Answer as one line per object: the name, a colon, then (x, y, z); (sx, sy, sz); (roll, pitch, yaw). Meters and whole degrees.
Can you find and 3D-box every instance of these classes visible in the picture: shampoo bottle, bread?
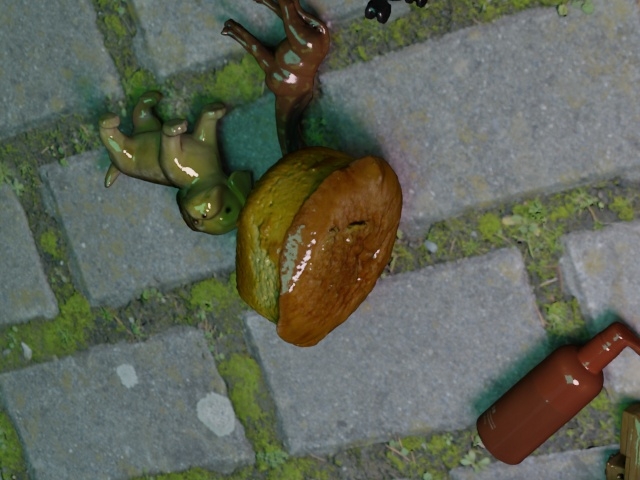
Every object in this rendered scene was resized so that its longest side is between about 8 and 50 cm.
shampoo bottle: (0.304, 0.189, 1.908); (0.085, 0.085, 0.244); (49, 120, 6)
bread: (0.000, 0.000, 1.920); (0.145, 0.268, 0.268); (30, 118, 29)

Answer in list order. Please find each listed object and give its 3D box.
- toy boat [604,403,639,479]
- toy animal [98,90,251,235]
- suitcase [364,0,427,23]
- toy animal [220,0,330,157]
toy boat: (0.398, 0.307, 1.909); (0.072, 0.064, 0.206); (16, 116, 38)
toy animal: (-0.199, -0.107, 2.059); (0.233, 0.121, 0.169); (24, 127, 22)
suitcase: (0.040, -0.458, 1.792); (0.229, 0.152, 0.335); (20, 114, 20)
toy animal: (-0.052, -0.199, 1.978); (0.230, 0.066, 0.224); (48, 121, 0)
